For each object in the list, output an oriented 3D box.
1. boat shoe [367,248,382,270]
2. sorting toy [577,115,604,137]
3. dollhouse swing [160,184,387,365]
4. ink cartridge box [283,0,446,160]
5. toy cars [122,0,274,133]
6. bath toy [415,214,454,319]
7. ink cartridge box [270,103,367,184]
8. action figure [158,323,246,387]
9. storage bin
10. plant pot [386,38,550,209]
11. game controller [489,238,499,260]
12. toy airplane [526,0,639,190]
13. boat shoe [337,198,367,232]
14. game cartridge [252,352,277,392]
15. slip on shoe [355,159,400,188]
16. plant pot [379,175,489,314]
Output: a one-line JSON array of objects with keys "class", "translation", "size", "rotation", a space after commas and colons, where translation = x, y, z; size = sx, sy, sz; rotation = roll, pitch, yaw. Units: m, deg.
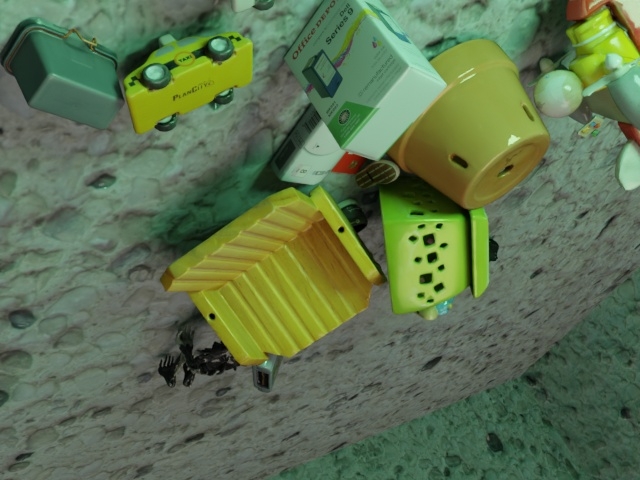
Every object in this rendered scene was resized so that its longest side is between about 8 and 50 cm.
[{"class": "boat shoe", "translation": [0.096, 0.054, 1.585], "size": [0.070, 0.077, 0.219], "rotation": [-43, 147, 25]}, {"class": "sorting toy", "translation": [0.711, -0.292, 1.666], "size": [0.083, 0.012, 0.062], "rotation": [4, 136, -45]}, {"class": "dollhouse swing", "translation": [-0.078, 0.091, 1.243], "size": [0.347, 0.315, 0.305], "rotation": [-34, -174, 7]}, {"class": "ink cartridge box", "translation": [0.057, -0.249, 0.934], "size": [0.093, 0.212, 0.154], "rotation": [9, 134, -45]}, {"class": "toy cars", "translation": [-0.119, -0.298, 0.833], "size": [0.393, 0.087, 0.176], "rotation": [-45, 160, 18]}, {"class": "bath toy", "translation": [0.257, 0.030, 1.554], "size": [0.151, 0.129, 0.348], "rotation": [-54, 144, -45]}, {"class": "ink cartridge box", "translation": [0.048, -0.182, 1.195], "size": [0.232, 0.066, 0.189], "rotation": [6, 136, -41]}, {"class": "action figure", "translation": [-0.270, 0.259, 1.511], "size": [0.164, 0.140, 0.276], "rotation": [12, 149, -44]}, {"class": "storage bin", "translation": [-0.308, -0.202, 0.798], "size": [0.098, 0.091, 0.135], "rotation": [-44, 149, 23]}, {"class": "plant pot", "translation": [0.285, -0.196, 1.204], "size": [0.291, 0.203, 0.291], "rotation": [-28, 155, -14]}, {"class": "game controller", "translation": [0.409, 0.059, 1.878], "size": [0.319, 0.067, 0.166], "rotation": [7, 128, -47]}, {"class": "toy airplane", "translation": [0.530, -0.270, 1.174], "size": [0.273, 0.384, 0.386], "rotation": [-15, 151, 3]}, {"class": "boat shoe", "translation": [0.000, 0.000, 1.419], "size": [0.228, 0.068, 0.081], "rotation": [-37, 150, 12]}, {"class": "game cartridge", "translation": [-0.115, 0.257, 1.598], "size": [0.297, 0.062, 0.198], "rotation": [100, 12, -66]}, {"class": "slip on shoe", "translation": [0.121, -0.138, 1.292], "size": [0.041, 0.051, 0.135], "rotation": [-36, -173, -27]}, {"class": "plant pot", "translation": [0.236, -0.002, 1.340], "size": [0.207, 0.227, 0.228], "rotation": [-6, 119, 5]}]
